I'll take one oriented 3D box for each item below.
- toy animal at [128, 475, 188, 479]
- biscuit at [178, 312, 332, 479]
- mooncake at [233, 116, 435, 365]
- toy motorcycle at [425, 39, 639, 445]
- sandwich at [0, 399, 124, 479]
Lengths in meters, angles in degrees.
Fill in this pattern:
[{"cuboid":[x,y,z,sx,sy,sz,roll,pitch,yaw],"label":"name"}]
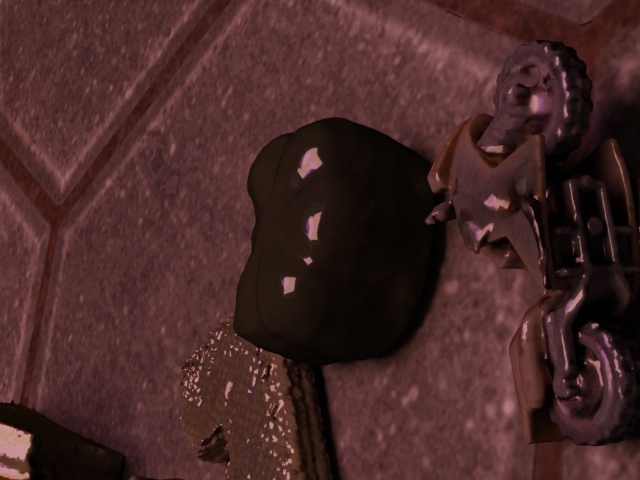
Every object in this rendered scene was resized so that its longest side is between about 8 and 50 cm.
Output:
[{"cuboid":[-0.101,0.335,0.830,0.194,0.258,0.357,49,128,51],"label":"toy animal"},{"cuboid":[-0.051,0.167,0.976,0.147,0.046,0.249,-43,44,38],"label":"biscuit"},{"cuboid":[0.000,0.000,0.925,0.168,0.104,0.175,-59,32,31],"label":"mooncake"},{"cuboid":[0.125,0.006,0.753,0.130,0.094,0.229,-26,68,55],"label":"toy motorcycle"},{"cuboid":[-0.274,0.198,1.239,0.212,0.245,0.063,15,84,23],"label":"sandwich"}]
